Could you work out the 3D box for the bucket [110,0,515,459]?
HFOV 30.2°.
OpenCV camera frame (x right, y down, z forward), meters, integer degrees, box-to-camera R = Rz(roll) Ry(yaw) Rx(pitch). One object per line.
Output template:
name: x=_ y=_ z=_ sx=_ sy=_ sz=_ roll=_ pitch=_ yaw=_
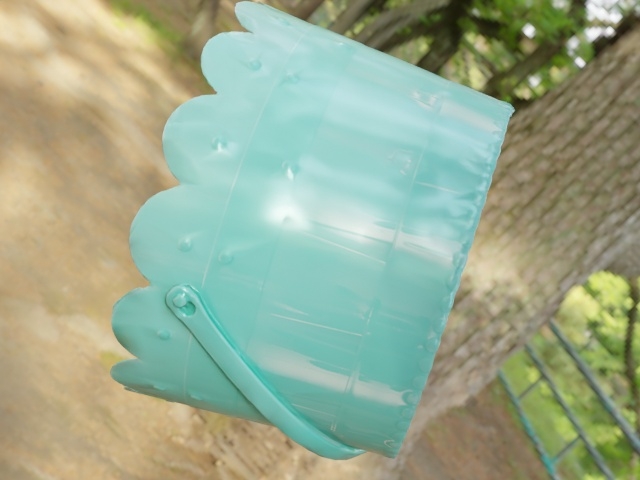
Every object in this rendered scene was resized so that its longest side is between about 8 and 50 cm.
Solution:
bucket: x=0.000 y=0.000 z=0.767 sx=0.183 sy=0.281 sz=0.281 roll=19 pitch=7 yaw=5
